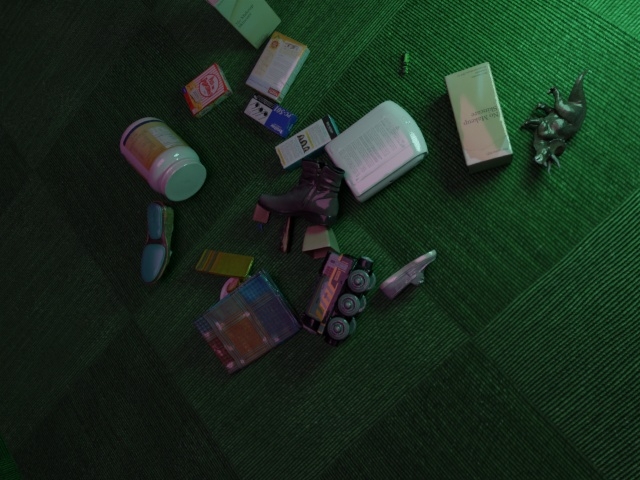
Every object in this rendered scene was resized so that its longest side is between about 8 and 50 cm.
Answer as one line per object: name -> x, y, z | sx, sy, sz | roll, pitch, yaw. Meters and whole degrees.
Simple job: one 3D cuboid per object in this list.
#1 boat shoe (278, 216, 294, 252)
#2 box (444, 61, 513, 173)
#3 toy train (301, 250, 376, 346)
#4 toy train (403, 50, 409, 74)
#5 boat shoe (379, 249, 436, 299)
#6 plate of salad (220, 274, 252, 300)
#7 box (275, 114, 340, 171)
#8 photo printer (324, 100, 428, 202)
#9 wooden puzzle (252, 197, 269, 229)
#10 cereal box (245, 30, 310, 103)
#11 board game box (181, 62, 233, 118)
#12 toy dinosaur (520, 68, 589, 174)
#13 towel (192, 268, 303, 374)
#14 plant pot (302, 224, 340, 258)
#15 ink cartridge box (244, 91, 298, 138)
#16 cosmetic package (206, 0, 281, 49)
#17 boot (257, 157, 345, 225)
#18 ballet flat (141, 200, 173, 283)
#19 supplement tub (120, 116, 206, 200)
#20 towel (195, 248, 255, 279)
boat shoe -> -0.134, -0.029, 1.694 | 0.049, 0.056, 0.152 | 8, 88, 17
box -> 0.508, -0.387, 1.435 | 0.148, 0.121, 0.310 | -15, 79, 19
toy train -> 0.061, 0.193, 1.544 | 0.190, 0.142, 0.333 | 25, 96, 19
toy train -> 0.305, -0.636, 1.593 | 0.017, 0.024, 0.083 | 3, 87, 22
boat shoe -> 0.307, 0.119, 1.499 | 0.228, 0.079, 0.081 | -39, 82, 19
plate of salad -> -0.314, 0.231, 1.746 | 0.200, 0.048, 0.199 | -2, 84, 21
box -> -0.045, -0.364, 1.687 | 0.244, 0.060, 0.100 | -27, 76, 17
photo printer -> 0.200, -0.318, 1.560 | 0.308, 0.107, 0.256 | -35, 74, 15
wooden puzzle -> -0.231, -0.107, 1.764 | 0.079, 0.014, 0.116 | 23, 93, 26
cereal box -> -0.171, -0.689, 1.776 | 0.173, 0.047, 0.240 | 35, 99, 21
board game box -> -0.481, -0.635, 1.896 | 0.194, 0.045, 0.146 | -31, 75, 16
toy dinosaur -> 0.728, -0.365, 1.367 | 0.160, 0.121, 0.313 | 37, 94, 9
towel -> -0.279, 0.317, 1.692 | 0.370, 0.040, 0.271 | -36, 90, 14
plant pot -> 0.000, 0.000, 1.617 | 0.109, 0.109, 0.096 | -12, 69, 20
ink cartridge box -> -0.198, -0.498, 1.770 | 0.207, 0.046, 0.097 | 36, 100, 21
cosmetic package -> -0.300, -0.893, 1.706 | 0.160, 0.309, 0.113 | -47, 70, 12
boot -> -0.069, -0.194, 1.615 | 0.339, 0.118, 0.222 | 13, 108, 23
ballet flat -> -0.673, 0.009, 1.877 | 0.123, 0.123, 0.348 | 4, 90, 22
supplement tub -> -0.643, -0.331, 1.834 | 0.316, 0.228, 0.228 | 43, 101, 19
towel -> -0.383, 0.092, 1.781 | 0.238, 0.021, 0.102 | 7, 63, 23
